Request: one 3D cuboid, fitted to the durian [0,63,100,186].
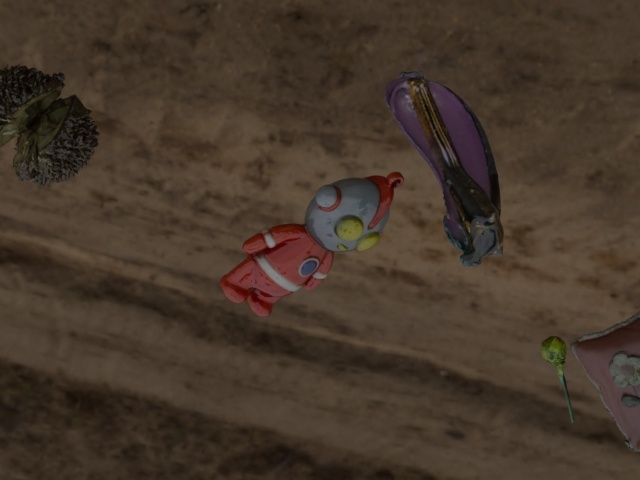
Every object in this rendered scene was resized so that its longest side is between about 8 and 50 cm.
[{"bbox_3d":[-0.422,-0.165,1.514,0.196,0.167,0.196,49,167,15],"label":"durian"}]

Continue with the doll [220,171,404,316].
[{"bbox_3d":[0.000,0.000,1.664,0.336,0.105,0.200,-38,143,13],"label":"doll"}]

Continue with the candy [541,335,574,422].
[{"bbox_3d":[0.330,0.189,1.422,0.035,0.123,0.035,-13,158,3],"label":"candy"}]

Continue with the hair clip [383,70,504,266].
[{"bbox_3d":[0.196,-0.123,1.530,0.110,0.358,0.095,-28,140,12],"label":"hair clip"}]

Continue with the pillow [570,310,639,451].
[{"bbox_3d":[0.452,0.170,1.389,0.179,0.171,0.075,-30,179,6],"label":"pillow"}]
